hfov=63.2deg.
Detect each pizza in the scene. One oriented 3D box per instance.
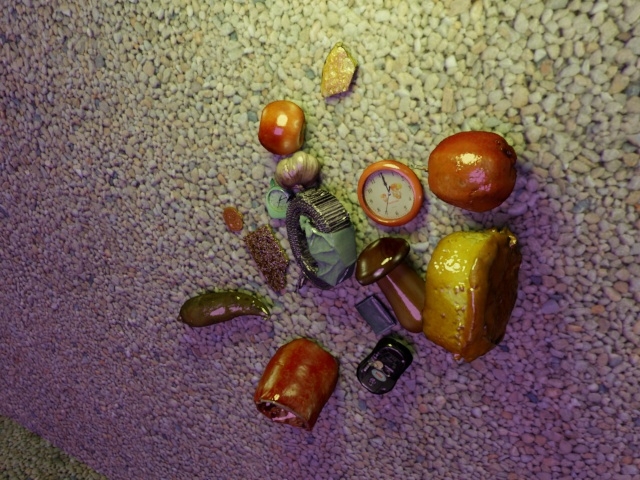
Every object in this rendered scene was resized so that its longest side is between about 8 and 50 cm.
[{"bbox_3d":[0.051,-0.474,1.471,0.099,0.036,0.160,26,122,15],"label":"pizza"}]

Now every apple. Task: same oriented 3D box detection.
[{"bbox_3d":[-0.118,-0.334,1.547,0.139,0.163,0.163,14,118,7],"label":"apple"}]

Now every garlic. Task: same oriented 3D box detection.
[{"bbox_3d":[-0.069,-0.205,1.589,0.159,0.147,0.102,-25,78,48],"label":"garlic"}]

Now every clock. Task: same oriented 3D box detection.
[{"bbox_3d":[-0.131,-0.139,1.712,0.101,0.041,0.135,-1,110,28],"label":"clock"},{"bbox_3d":[0.205,-0.138,1.537,0.205,0.051,0.205,12,118,23],"label":"clock"}]

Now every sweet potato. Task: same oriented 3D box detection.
[{"bbox_3d":[-0.368,0.258,1.966,0.422,0.130,0.131,-7,109,23],"label":"sweet potato"}]

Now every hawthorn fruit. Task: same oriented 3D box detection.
[{"bbox_3d":[0.365,-0.183,1.358,0.299,0.211,0.211,8,116,37],"label":"hawthorn fruit"}]

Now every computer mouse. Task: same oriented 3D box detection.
[{"bbox_3d":[0.220,0.419,1.759,0.137,0.096,0.233,38,120,1],"label":"computer mouse"}]

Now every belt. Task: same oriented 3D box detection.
[{"bbox_3d":[0.000,0.000,1.614,0.260,0.122,0.325,25,131,47],"label":"belt"}]

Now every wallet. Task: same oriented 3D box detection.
[{"bbox_3d":[0.186,0.247,1.737,0.088,0.026,0.129,-38,92,30],"label":"wallet"}]

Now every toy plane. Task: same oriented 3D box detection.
[{"bbox_3d":[-0.061,0.127,1.795,0.031,0.049,0.121,26,104,14],"label":"toy plane"}]

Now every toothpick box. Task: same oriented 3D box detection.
[{"bbox_3d":[0.238,0.128,1.569,0.192,0.192,0.294,-33,102,34],"label":"toothpick box"}]

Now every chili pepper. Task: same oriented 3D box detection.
[{"bbox_3d":[-0.091,0.529,1.845,0.251,0.305,0.229,44,130,-10],"label":"chili pepper"}]

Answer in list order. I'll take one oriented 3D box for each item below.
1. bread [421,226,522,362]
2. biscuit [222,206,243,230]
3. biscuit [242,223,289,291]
[{"bbox_3d":[0.404,0.133,1.396,0.204,0.336,0.358,13,110,30],"label":"bread"},{"bbox_3d":[-0.306,-0.077,1.843,0.078,0.015,0.091,-14,106,29],"label":"biscuit"},{"bbox_3d":[-0.174,0.067,1.836,0.131,0.026,0.237,-24,99,34],"label":"biscuit"}]
